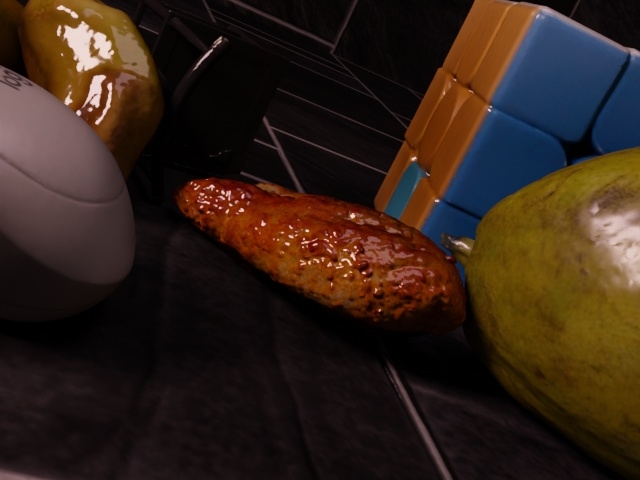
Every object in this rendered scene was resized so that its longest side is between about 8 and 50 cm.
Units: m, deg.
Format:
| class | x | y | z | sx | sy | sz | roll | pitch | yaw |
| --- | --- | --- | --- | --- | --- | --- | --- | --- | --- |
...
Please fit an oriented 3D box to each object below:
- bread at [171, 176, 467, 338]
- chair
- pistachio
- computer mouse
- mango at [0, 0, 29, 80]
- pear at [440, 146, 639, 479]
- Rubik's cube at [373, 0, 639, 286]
| class | x | y | z | sx | sy | sz | roll | pitch | yaw |
| --- | --- | --- | --- | --- | --- | --- | --- | --- | --- |
| bread | -0.002 | 0.000 | 0.690 | 0.269 | 0.095 | 0.139 | 33 | 10 | 32 |
| chair | -0.121 | -0.143 | 0.836 | 0.141 | 0.154 | 0.260 | 15 | 19 | -32 |
| pistachio | -0.186 | -0.124 | 0.709 | 0.100 | 0.110 | 0.189 | -20 | 70 | -16 |
| computer mouse | -0.238 | -0.053 | 0.464 | 0.297 | 0.121 | 0.184 | 22 | 19 | -18 |
| mango | -0.322 | -0.182 | 0.719 | 0.138 | 0.113 | 0.253 | 36 | 14 | 12 |
| pear | 0.266 | 0.054 | 0.650 | 0.375 | 0.287 | 0.287 | 18 | 13 | 22 |
| Rubik's cube | 0.250 | -0.064 | 0.902 | 0.290 | 0.291 | 0.291 | 23 | 17 | -8 |
